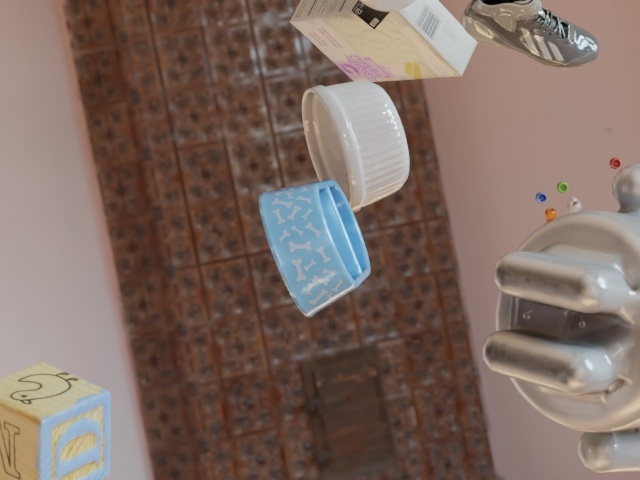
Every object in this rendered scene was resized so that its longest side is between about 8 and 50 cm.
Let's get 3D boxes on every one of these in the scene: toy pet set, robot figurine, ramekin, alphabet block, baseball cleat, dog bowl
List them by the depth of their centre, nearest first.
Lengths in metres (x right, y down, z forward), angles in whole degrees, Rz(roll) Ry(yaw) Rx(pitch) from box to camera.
[{"bbox_3d":[0.308,0.077,1.165,0.353,0.300,0.200,2,11,-43],"label":"robot figurine"},{"bbox_3d":[0.358,-0.033,1.573,0.122,0.114,0.065,-26,5,0],"label":"toy pet set"},{"bbox_3d":[0.000,0.000,1.573,0.074,0.166,0.297,-21,1,10],"label":"dog bowl"},{"bbox_3d":[0.301,-0.295,1.692,0.206,0.072,0.109,9,-26,-11],"label":"baseball cleat"},{"bbox_3d":[0.057,-0.153,1.926,0.109,0.207,0.207,-19,3,-13],"label":"ramekin"},{"bbox_3d":[-0.537,0.372,2.365,0.197,0.193,0.192,16,20,31],"label":"alphabet block"}]

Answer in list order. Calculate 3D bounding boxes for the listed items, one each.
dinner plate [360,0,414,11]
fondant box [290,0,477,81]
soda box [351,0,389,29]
[{"bbox_3d":[0.080,-0.336,1.420,0.141,0.141,0.017,-12,11,-34],"label":"dinner plate"},{"bbox_3d":[0.132,-0.443,2.611,0.330,0.096,0.238,6,-26,49],"label":"fondant box"},{"bbox_3d":[0.124,-0.432,2.051,0.169,0.053,0.060,-43,12,44],"label":"soda box"}]
